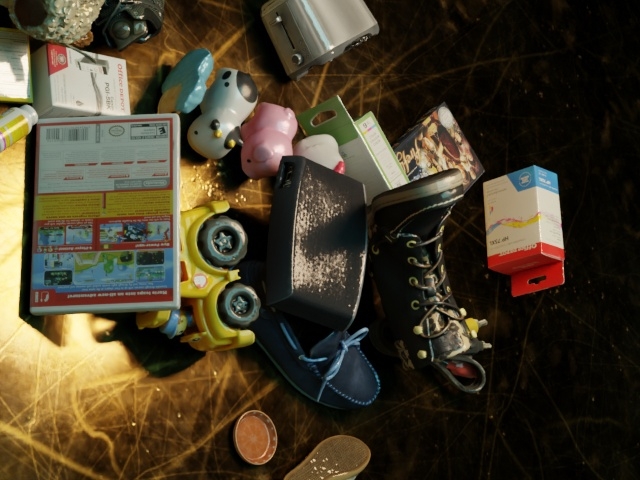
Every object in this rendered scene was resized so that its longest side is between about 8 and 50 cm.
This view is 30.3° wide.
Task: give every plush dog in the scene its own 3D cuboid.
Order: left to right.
[{"bbox_3d":[-0.341,-0.395,1.631,0.211,0.262,0.225,21,105,-52],"label":"plush dog"}]

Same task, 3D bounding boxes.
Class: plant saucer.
[{"bbox_3d":[-0.102,0.304,1.819,0.083,0.013,0.083,16,65,-39],"label":"plant saucer"}]

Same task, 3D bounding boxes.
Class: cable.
[{"bbox_3d":[0.200,0.206,2.139,0.287,0.072,0.139,5,82,-31],"label":"cable"}]

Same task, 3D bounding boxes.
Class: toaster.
[{"bbox_3d":[0.001,-0.389,2.081,0.227,0.129,0.146,-37,100,-44],"label":"toaster"}]

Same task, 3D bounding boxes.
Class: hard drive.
[{"bbox_3d":[0.000,0.000,1.837,0.172,0.054,0.254,22,60,-34],"label":"hard drive"}]

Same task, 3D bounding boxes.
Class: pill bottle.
[{"bbox_3d":[-0.430,-0.156,1.635,0.043,0.043,0.083,58,46,-13],"label":"pill bottle"}]

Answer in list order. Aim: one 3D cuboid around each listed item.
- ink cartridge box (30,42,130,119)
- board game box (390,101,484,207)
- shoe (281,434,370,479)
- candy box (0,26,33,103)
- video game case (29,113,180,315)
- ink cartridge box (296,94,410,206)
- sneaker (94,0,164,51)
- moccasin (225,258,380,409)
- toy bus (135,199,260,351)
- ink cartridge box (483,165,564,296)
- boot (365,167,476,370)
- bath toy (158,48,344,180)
[{"bbox_3d":[-0.350,-0.223,1.728,0.135,0.056,0.099,5,72,-43],"label":"ink cartridge box"},{"bbox_3d":[0.209,-0.139,2.259,0.165,0.042,0.243,58,45,-13],"label":"board game box"},{"bbox_3d":[-0.001,0.371,1.872,0.076,0.058,0.219,45,36,19],"label":"shoe"},{"bbox_3d":[-0.489,-0.244,1.610,0.206,0.027,0.105,-2,90,-45],"label":"candy box"},{"bbox_3d":[-0.297,-0.039,1.645,0.204,0.025,0.285,-2,72,0],"label":"video game case"},{"bbox_3d":[0.059,-0.157,2.070,0.062,0.109,0.209,-41,105,-44],"label":"ink cartridge box"},{"bbox_3d":[-0.325,-0.369,1.766,0.227,0.087,0.130,31,35,-39],"label":"sneaker"},{"bbox_3d":[-0.016,0.160,1.878,0.342,0.117,0.137,40,52,-27],"label":"moccasin"},{"bbox_3d":[-0.214,0.066,1.712,0.211,0.149,0.220,-11,86,-33],"label":"toy bus"},{"bbox_3d":[0.402,-0.017,2.339,0.078,0.134,0.231,16,64,-41],"label":"ink cartridge box"},{"bbox_3d":[0.171,0.053,1.915,0.138,0.377,0.284,-18,83,-23],"label":"boot"},{"bbox_3d":[-0.093,-0.167,1.912,0.348,0.129,0.151,30,90,-33],"label":"bath toy"}]
